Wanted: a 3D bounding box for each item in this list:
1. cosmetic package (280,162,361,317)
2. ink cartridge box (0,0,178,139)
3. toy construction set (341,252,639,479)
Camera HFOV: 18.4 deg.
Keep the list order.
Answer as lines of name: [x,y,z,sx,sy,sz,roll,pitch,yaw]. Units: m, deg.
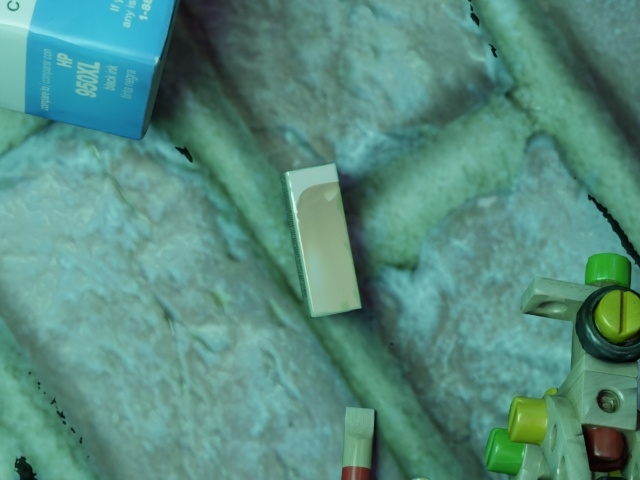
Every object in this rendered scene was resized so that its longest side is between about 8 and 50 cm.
cosmetic package: [0.000,0.000,1.533,0.041,0.060,0.115,-11,92,-6]
ink cartridge box: [-0.281,-0.269,1.427,0.395,0.166,0.285,13,72,-5]
toy construction set: [0.160,0.141,1.498,0.309,0.257,0.237,-3,71,17]
